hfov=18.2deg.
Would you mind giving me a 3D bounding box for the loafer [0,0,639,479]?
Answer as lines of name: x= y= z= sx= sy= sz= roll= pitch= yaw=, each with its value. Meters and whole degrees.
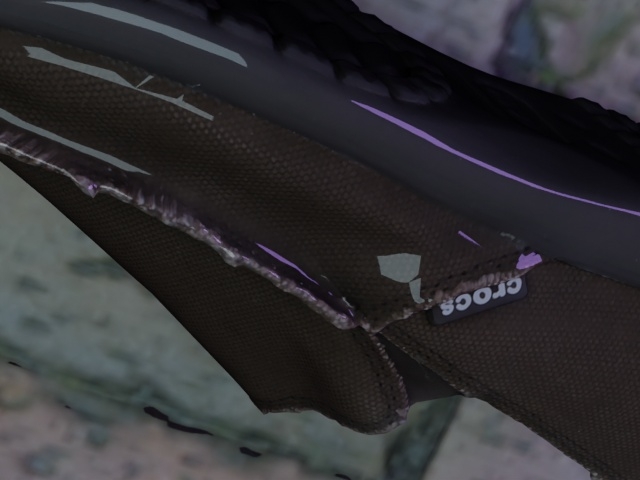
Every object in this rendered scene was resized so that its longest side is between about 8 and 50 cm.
loafer: x=0.000 y=0.000 z=0.605 sx=0.366 sy=0.134 sz=0.130 roll=22 pitch=106 yaw=-18
